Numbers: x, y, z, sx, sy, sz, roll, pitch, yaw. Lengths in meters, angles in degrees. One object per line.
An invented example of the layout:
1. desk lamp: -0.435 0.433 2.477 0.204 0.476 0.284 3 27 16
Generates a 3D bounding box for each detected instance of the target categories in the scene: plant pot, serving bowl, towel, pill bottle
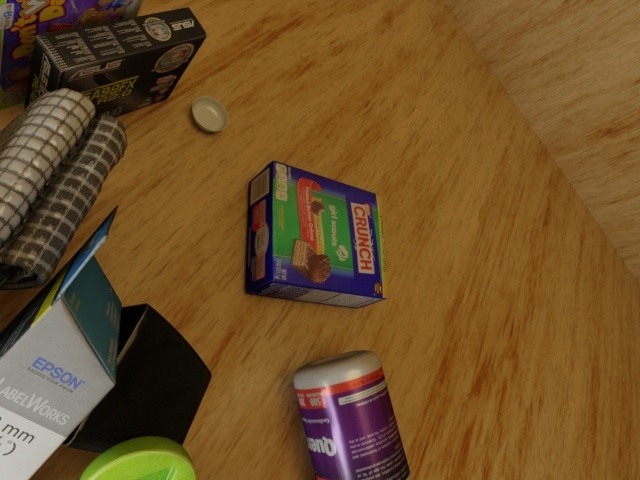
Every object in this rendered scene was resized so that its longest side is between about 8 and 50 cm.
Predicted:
1. plant pot: -0.280 0.221 0.639 0.167 0.187 0.188 44 50 -34
2. serving bowl: -0.246 -0.272 0.943 0.083 0.027 0.083 15 64 -34
3. towel: -0.400 -0.051 0.577 0.121 0.283 0.235 40 52 -40
4. pill bottle: 0.066 0.391 0.840 0.181 0.181 0.323 -6 77 -40

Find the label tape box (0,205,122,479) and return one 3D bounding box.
1. label tape box: -0.315 0.130 0.501 0.106 0.240 0.334 44 83 -25

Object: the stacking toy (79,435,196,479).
1. stacking toy: -0.261 0.362 0.559 0.279 0.130 0.309 -41 122 -9

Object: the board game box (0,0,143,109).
1. board game box: -0.394 -0.346 0.641 0.078 0.347 0.233 55 50 -10

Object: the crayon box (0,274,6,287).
1. crayon box: -0.545 0.120 0.373 0.313 0.106 0.363 34 96 -26

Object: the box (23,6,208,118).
1. box: -0.351 -0.286 0.739 0.270 0.216 0.060 -41 101 -41

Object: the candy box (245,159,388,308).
1. candy box: 0.000 0.000 0.975 0.317 0.122 0.268 13 65 -36
